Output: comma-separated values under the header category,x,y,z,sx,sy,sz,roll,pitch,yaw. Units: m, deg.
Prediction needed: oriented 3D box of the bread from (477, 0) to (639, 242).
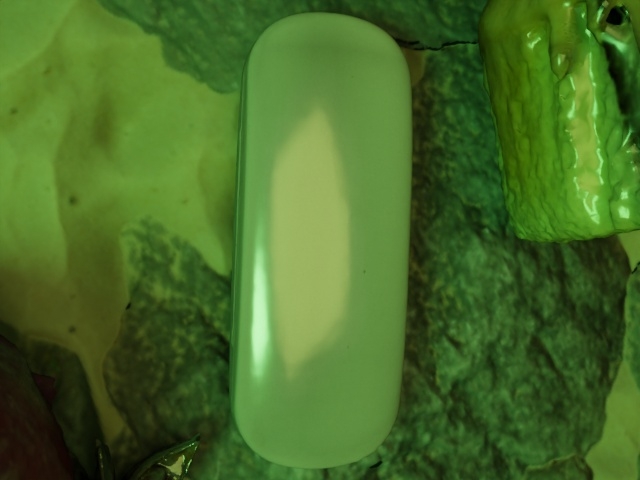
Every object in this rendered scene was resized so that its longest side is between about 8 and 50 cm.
category,x,y,z,sx,sy,sz,roll,pitch,yaw
bread,0.189,-0.103,0.555,0.262,0.163,0.204,-10,92,-58

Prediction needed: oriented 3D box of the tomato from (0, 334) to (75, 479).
category,x,y,z,sx,sy,sz,roll,pitch,yaw
tomato,-0.237,0.180,0.351,0.335,0.176,0.289,-34,107,-28

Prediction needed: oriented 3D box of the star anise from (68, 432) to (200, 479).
category,x,y,z,sx,sy,sz,roll,pitch,yaw
star anise,-0.122,0.166,0.515,0.129,0.056,0.124,-44,104,4

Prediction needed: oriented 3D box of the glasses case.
category,x,y,z,sx,sy,sz,roll,pitch,yaw
glasses case,0.000,0.000,0.542,0.113,0.075,0.296,3,88,-15
